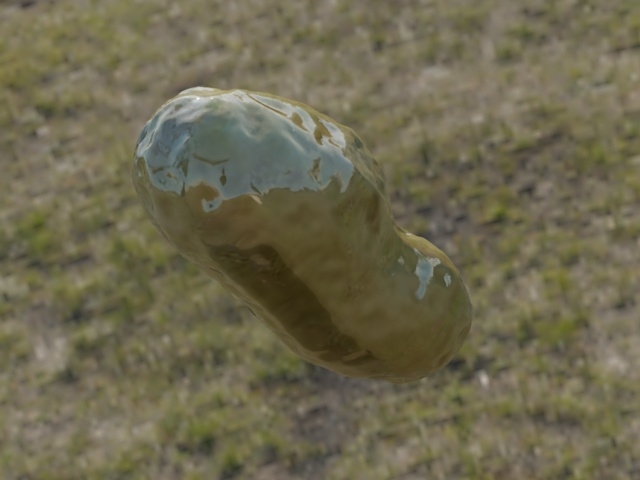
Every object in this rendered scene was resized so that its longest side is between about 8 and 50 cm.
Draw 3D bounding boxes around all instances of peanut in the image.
[{"bbox_3d":[0.000,0.000,0.721,0.080,0.174,0.080,-27,41,27],"label":"peanut"}]
